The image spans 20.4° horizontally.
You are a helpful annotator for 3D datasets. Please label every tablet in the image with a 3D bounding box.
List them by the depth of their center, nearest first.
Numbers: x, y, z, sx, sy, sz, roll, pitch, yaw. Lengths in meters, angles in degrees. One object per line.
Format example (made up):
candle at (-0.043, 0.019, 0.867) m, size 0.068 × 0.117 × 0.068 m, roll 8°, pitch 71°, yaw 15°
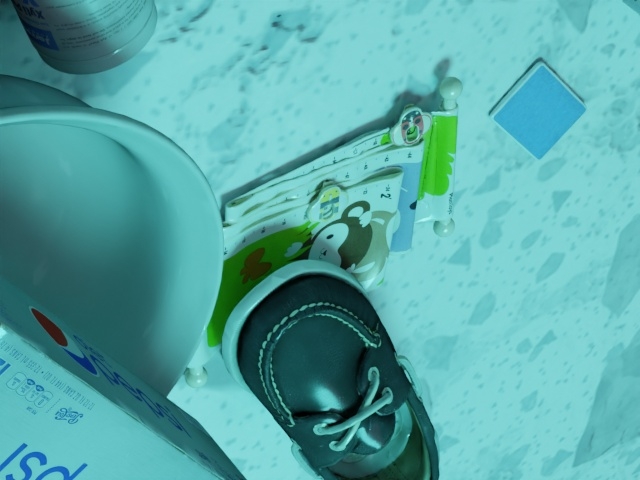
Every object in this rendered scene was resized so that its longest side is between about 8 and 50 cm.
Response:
tablet at (0.155, -0.091, 1.268) m, size 0.054 × 0.006 × 0.083 m, roll -48°, pitch 143°, yaw 7°

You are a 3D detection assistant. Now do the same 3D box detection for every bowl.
bowl at (-0.209, 0.021, 0.933) m, size 0.298 × 0.134 × 0.298 m, roll -25°, pitch 140°, yaw -24°

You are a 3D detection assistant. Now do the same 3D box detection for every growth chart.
growth chart at (0.000, 0.000, 1.204) m, size 0.237 × 0.021 × 0.172 m, roll -30°, pitch 143°, yaw -17°

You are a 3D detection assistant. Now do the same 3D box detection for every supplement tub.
supplement tub at (-0.128, -0.143, 0.898) m, size 0.071 × 0.071 × 0.107 m, roll -33°, pitch 142°, yaw -13°

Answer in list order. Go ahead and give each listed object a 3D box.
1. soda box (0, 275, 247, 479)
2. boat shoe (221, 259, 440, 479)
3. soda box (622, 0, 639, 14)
soda box at (-0.137, 0.102, 0.891) m, size 0.098 × 0.091 × 0.286 m, roll -44°, pitch 144°, yaw 0°
boat shoe at (0.022, 0.112, 1.251) m, size 0.114 × 0.091 × 0.302 m, roll -40°, pitch 150°, yaw 0°
soda box at (0.296, -0.233, 1.200) m, size 0.069 × 0.074 × 0.216 m, roll 0°, pitch 126°, yaw -43°
